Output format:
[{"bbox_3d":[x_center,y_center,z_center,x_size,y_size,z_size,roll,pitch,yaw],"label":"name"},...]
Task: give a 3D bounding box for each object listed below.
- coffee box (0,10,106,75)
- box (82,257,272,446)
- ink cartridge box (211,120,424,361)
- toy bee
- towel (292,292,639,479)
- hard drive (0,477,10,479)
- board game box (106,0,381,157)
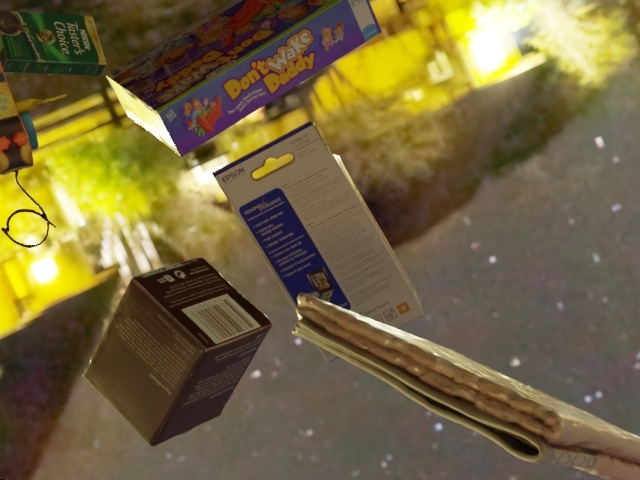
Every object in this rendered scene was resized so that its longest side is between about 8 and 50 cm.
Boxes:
[{"bbox_3d":[-0.474,-0.344,2.238,0.184,0.113,0.040,-1,150,-33],"label":"coffee box"},{"bbox_3d":[-0.215,0.164,1.925,0.168,0.167,0.203,-18,144,-56],"label":"box"},{"bbox_3d":[0.000,0.000,1.983,0.176,0.371,0.069,-27,-157,10],"label":"ink cartridge box"},{"bbox_3d":[-0.451,-0.163,1.870,0.195,0.298,0.162,-40,179,-19],"label":"toy bee"},{"bbox_3d":[0.172,0.160,1.276,0.332,0.053,0.317,24,180,41],"label":"towel"},{"bbox_3d":[-0.409,0.342,1.355,0.339,0.237,0.064,1,-152,35],"label":"hard drive"},{"bbox_3d":[-0.116,-0.273,1.875,0.347,0.078,0.233,-34,-149,-13],"label":"board game box"}]
